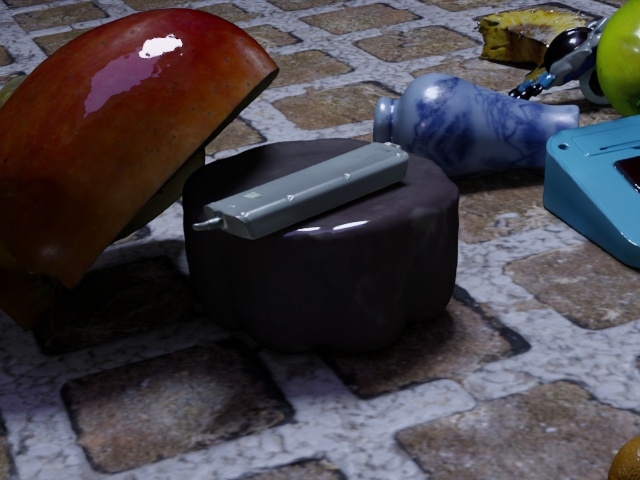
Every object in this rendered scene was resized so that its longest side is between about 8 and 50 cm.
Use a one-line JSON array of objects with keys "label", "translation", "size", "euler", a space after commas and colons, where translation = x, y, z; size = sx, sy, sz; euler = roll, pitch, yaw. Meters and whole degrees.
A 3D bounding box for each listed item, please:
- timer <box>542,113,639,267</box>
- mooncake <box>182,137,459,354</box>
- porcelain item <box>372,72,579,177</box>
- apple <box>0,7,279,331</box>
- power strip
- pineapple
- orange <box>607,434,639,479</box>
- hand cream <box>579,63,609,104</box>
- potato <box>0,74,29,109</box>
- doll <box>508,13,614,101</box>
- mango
[{"label": "timer", "translation": [0.403, -0.047, 1.455], "size": [0.232, 0.091, 0.250], "euler": [-11, 36, -14]}, {"label": "mooncake", "translation": [0.000, 0.000, 1.309], "size": [0.306, 0.154, 0.306], "euler": [-5, 25, 2]}, {"label": "porcelain item", "translation": [0.198, -0.142, 1.621], "size": [0.259, 0.141, 0.141], "euler": [5, 25, 5]}, {"label": "apple", "translation": [-0.214, -0.070, 1.341], "size": [0.295, 0.329, 0.365], "euler": [17, 47, 27]}, {"label": "power strip", "translation": [-0.017, -0.045, 1.192], "size": [0.252, 0.027, 0.060], "euler": [-23, 29, -35]}, {"label": "pineapple", "translation": [0.378, -0.328, 2.073], "size": [0.135, 0.079, 0.233], "euler": [-31, 39, -30]}, {"label": "orange", "translation": [0.254, 0.180, 0.931], "size": [0.085, 0.085, 0.085], "euler": [-5, 23, 2]}, {"label": "hand cream", "translation": [0.482, -0.279, 1.960], "size": [0.109, 0.067, 0.320], "euler": [15, 27, 25]}, {"label": "potato", "translation": [-0.473, -0.222, 2.031], "size": [0.091, 0.070, 0.138], "euler": [-9, 22, -4]}, {"label": "doll", "translation": [0.353, -0.262, 1.828], "size": [0.195, 0.070, 0.096], "euler": [-41, 18, 20]}, {"label": "mango", "translation": [0.515, -0.270, 1.774], "size": [0.343, 0.192, 0.156], "euler": [-26, -10, -42]}]
